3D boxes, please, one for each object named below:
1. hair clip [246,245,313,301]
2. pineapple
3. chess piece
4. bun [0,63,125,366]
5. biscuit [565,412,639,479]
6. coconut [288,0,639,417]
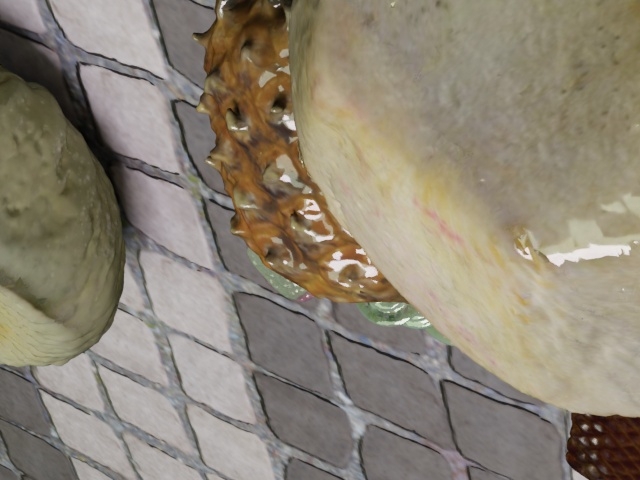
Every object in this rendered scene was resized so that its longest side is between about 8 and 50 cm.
[{"bbox_3d":[0.001,-0.001,1.133,0.054,0.022,0.137,45,150,-5],"label":"hair clip"},{"bbox_3d":[0.007,-0.117,0.882,0.158,0.158,0.278,12,127,40],"label":"pineapple"},{"bbox_3d":[0.050,0.024,0.995,0.059,0.059,0.149,25,-173,26],"label":"chess piece"},{"bbox_3d":[-0.218,-0.027,1.219,0.244,0.153,0.244,23,157,10],"label":"bun"},{"bbox_3d":[0.298,0.146,0.939,0.388,0.073,0.107,28,149,22],"label":"biscuit"},{"bbox_3d":[0.118,-0.058,0.732,0.259,0.259,0.259,29,148,20],"label":"coconut"}]
